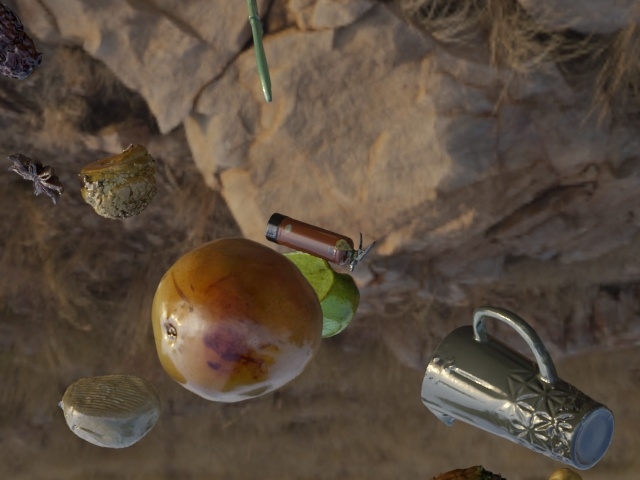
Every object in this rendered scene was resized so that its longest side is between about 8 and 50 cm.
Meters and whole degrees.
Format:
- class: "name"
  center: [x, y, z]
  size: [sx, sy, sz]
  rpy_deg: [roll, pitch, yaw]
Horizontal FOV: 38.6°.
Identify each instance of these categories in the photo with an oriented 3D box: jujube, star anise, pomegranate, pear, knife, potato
- class: "jujube"
  center: [-0.570, -0.354, 1.608]
  size: [0.104, 0.104, 0.166]
  rpy_deg: [-16, 117, 40]
- class: "star anise"
  center: [-0.592, -0.137, 1.929]
  size: [0.141, 0.042, 0.141]
  rpy_deg: [26, 153, 14]
- class: "pomegranate"
  center: [-0.141, 0.144, 1.635]
  size: [0.319, 0.319, 0.319]
  rpy_deg: [4, 158, 2]
- class: "pear"
  center: [-0.038, 0.130, 2.168]
  size: [0.255, 0.238, 0.164]
  rpy_deg: [-23, 137, 8]
- class: "knife"
  center: [-0.117, -0.388, 1.700]
  size: [0.020, 0.293, 0.043]
  rpy_deg: [-15, 165, 15]
- class: "potato"
  center: [0.520, 0.577, 1.967]
  size: [0.080, 0.170, 0.107]
  rpy_deg: [1, 160, 46]

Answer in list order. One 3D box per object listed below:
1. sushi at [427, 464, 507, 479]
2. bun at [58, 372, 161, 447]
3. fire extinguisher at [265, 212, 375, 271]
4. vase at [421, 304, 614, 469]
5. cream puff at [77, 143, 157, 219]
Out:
- class: "sushi"
  center: [0.216, 0.388, 1.258]
  size: [0.140, 0.149, 0.287]
  rpy_deg: [17, -171, -2]
- class: "bun"
  center: [-0.380, 0.316, 1.657]
  size: [0.173, 0.113, 0.166]
  rpy_deg: [18, -154, 34]
- class: "fire extinguisher"
  center: [0.000, 0.000, 1.437]
  size: [0.177, 0.062, 0.050]
  rpy_deg: [18, -177, 23]
- class: "vase"
  center: [0.307, 0.237, 1.431]
  size: [0.156, 0.251, 0.301]
  rpy_deg: [-13, -157, -34]
- class: "cream puff"
  center: [-0.304, -0.084, 1.390]
  size: [0.119, 0.133, 0.104]
  rpy_deg: [-18, 111, 1]
